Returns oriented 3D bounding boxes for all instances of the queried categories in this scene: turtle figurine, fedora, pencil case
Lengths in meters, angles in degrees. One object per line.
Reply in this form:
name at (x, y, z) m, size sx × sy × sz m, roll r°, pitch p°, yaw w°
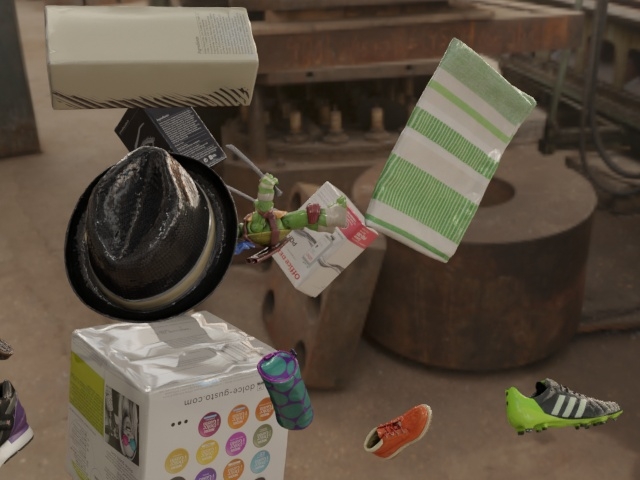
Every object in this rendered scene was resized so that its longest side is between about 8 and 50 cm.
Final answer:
turtle figurine at (-0.090, -0.093, 1.735) m, size 0.266 × 0.198 × 0.274 m, roll 0°, pitch 49°, yaw -16°
fedora at (-0.293, -0.035, 1.340) m, size 0.334 × 0.152 × 0.334 m, roll 0°, pitch 64°, yaw 0°
pencil case at (-0.053, 0.237, 1.265) m, size 0.064 × 0.151 × 0.070 m, roll -23°, pitch 45°, yaw -11°

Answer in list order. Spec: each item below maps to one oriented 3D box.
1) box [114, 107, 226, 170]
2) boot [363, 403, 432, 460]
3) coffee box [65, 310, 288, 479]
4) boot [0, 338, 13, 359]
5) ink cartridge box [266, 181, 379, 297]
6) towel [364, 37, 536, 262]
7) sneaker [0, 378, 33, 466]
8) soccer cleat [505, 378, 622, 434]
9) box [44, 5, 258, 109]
box at (-0.325, -0.210, 1.714) m, size 0.108 × 0.207 × 0.153 m, roll -34°, pitch 0°, yaw -38°
boot at (0.160, 0.393, 1.652) m, size 0.085 × 0.158 × 0.059 m, roll 29°, pitch 21°, yaw -40°
coffee box at (-0.295, 0.369, 1.645) m, size 0.338 × 0.334 × 0.338 m, roll -5°, pitch 17°, yaw -40°
boot at (-0.807, 0.266, 1.850) m, size 0.219 × 0.106 × 0.082 m, roll 16°, pitch 0°, yaw 23°
ink cartridge box at (0.000, 0.000, 2.399) m, size 0.207 × 0.283 × 0.117 m, roll 52°, pitch 12°, yaw 32°
towel at (0.217, -0.135, 1.332) m, size 0.248 × 0.325 × 0.038 m, roll 23°, pitch 9°, yaw -43°
sneaker at (-0.549, 0.308, 1.249) m, size 0.107 × 0.124 × 0.283 m, roll -10°, pitch 11°, yaw 0°
soccer cleat at (0.343, 0.230, 1.124) m, size 0.179 × 0.072 × 0.060 m, roll 0°, pitch -22°, yaw -17°
box at (-0.231, -0.250, 1.095) m, size 0.275 × 0.094 × 0.113 m, roll -3°, pitch 58°, yaw -16°
